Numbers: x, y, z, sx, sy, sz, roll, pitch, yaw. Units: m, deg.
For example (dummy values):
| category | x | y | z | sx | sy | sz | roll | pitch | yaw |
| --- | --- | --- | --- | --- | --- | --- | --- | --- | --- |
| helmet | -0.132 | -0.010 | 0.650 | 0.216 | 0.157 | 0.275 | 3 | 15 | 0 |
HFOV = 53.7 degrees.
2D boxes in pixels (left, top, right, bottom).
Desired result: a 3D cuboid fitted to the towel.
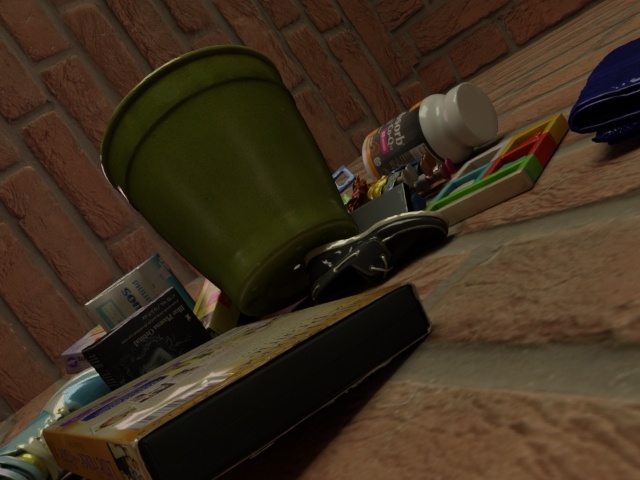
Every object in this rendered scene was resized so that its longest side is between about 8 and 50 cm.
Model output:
| category | x | y | z | sx | sy | sz | roll | pitch | yaw |
| --- | --- | --- | --- | --- | --- | --- | --- | --- | --- |
| towel | 0.453 | -0.218 | 0.799 | 0.228 | 0.076 | 0.308 | -20 | 15 | 38 |

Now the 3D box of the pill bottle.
| category | x | y | z | sx | sy | sz | roll | pitch | yaw |
| --- | --- | --- | --- | --- | --- | --- | --- | --- | --- |
| pill bottle | 0.235 | -0.221 | 1.379 | 0.278 | 0.162 | 0.162 | -27 | 11 | 48 |

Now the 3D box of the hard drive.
| category | x | y | z | sx | sy | sz | roll | pitch | yaw |
| --- | --- | --- | --- | --- | --- | --- | --- | --- | --- |
| hard drive | 0.104 | -0.031 | 1.100 | 0.135 | 0.022 | 0.094 | -29 | 51 | 35 |

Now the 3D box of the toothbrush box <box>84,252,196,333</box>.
| category | x | y | z | sx | sy | sz | roll | pitch | yaw |
| --- | --- | --- | --- | --- | --- | --- | --- | --- | --- |
| toothbrush box | -0.342 | 0.158 | 1.316 | 0.126 | 0.216 | 0.295 | -36 | 9 | -4 |

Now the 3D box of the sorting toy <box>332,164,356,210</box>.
| category | x | y | z | sx | sy | sz | roll | pitch | yaw |
| --- | --- | --- | --- | --- | --- | --- | --- | --- | --- |
| sorting toy | -0.052 | -0.077 | 1.720 | 0.348 | 0.196 | 0.047 | -32 | -35 | 14 |

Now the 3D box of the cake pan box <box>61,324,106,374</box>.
| category | x | y | z | sx | sy | sz | roll | pitch | yaw |
| --- | --- | --- | --- | --- | --- | --- | --- | --- | --- |
| cake pan box | -0.499 | 0.253 | 1.668 | 0.246 | 0.070 | 0.267 | -7 | 16 | 18 |

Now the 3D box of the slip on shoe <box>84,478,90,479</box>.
| category | x | y | z | sx | sy | sz | roll | pitch | yaw |
| --- | --- | --- | --- | --- | --- | --- | --- | --- | --- |
| slip on shoe | -0.261 | 0.300 | 0.739 | 0.135 | 0.051 | 0.041 | -46 | 0 | -27 |

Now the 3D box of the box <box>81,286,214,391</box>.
| category | x | y | z | sx | sy | sz | roll | pitch | yaw |
| --- | --- | --- | --- | --- | --- | --- | --- | --- | --- |
| box | -0.255 | 0.184 | 0.989 | 0.156 | 0.158 | 0.093 | -40 | 9 | -32 |

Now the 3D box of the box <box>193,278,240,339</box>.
| category | x | y | z | sx | sy | sz | roll | pitch | yaw |
| --- | --- | --- | --- | --- | --- | --- | --- | --- | --- |
| box | -0.197 | 0.134 | 1.202 | 0.087 | 0.058 | 0.232 | -36 | 22 | 25 |

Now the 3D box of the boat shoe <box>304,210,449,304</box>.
| category | x | y | z | sx | sy | sz | roll | pitch | yaw |
| --- | --- | --- | --- | --- | --- | --- | --- | --- | --- |
| boat shoe | 0.082 | 0.027 | 0.915 | 0.233 | 0.084 | 0.079 | -24 | 50 | 26 |

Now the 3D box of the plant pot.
| category | x | y | z | sx | sy | sz | roll | pitch | yaw |
| --- | --- | --- | --- | --- | --- | --- | --- | --- | --- |
| plant pot | -0.125 | -0.075 | 1.084 | 0.366 | 0.353 | 0.366 | -31 | -24 | -15 |

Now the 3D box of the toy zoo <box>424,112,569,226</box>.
| category | x | y | z | sx | sy | sz | roll | pitch | yaw |
| --- | --- | --- | --- | --- | --- | --- | --- | --- | --- |
| toy zoo | 0.285 | -0.116 | 1.011 | 0.192 | 0.030 | 0.293 | -28 | 11 | 43 |

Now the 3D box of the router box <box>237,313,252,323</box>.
| category | x | y | z | sx | sy | sz | roll | pitch | yaw |
| --- | --- | --- | --- | --- | --- | --- | --- | --- | --- |
| router box | -0.147 | 0.123 | 1.329 | 0.179 | 0.046 | 0.133 | -27 | 11 | 45 |

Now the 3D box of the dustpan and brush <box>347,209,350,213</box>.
| category | x | y | z | sx | sy | sz | roll | pitch | yaw |
| --- | --- | --- | --- | --- | --- | --- | --- | --- | --- |
| dustpan and brush | 0.000 | 0.000 | 1.467 | 0.211 | 0.060 | 0.147 | -26 | 8 | 15 |

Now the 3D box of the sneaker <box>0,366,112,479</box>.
| category | x | y | z | sx | sy | sz | roll | pitch | yaw |
| --- | --- | --- | --- | --- | --- | --- | --- | --- | --- |
| sneaker | -0.405 | 0.322 | 0.938 | 0.319 | 0.127 | 0.208 | -46 | 8 | -11 |

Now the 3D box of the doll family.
| category | x | y | z | sx | sy | sz | roll | pitch | yaw |
| --- | --- | --- | --- | --- | --- | --- | --- | --- | --- |
| doll family | 0.139 | -0.105 | 1.229 | 0.163 | 0.118 | 0.263 | -28 | 10 | 41 |

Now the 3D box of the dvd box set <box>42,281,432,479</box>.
| category | x | y | z | sx | sy | sz | roll | pitch | yaw |
| --- | --- | --- | --- | --- | --- | --- | --- | --- | --- |
| dvd box set | -0.118 | 0.162 | 0.705 | 0.308 | 0.062 | 0.420 | -26 | 1 | -35 |
